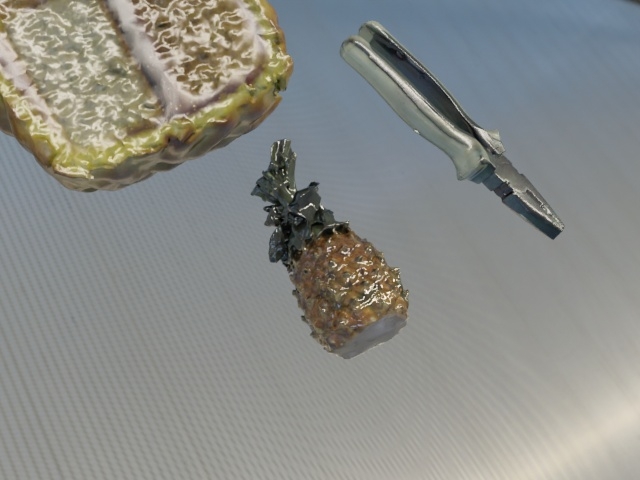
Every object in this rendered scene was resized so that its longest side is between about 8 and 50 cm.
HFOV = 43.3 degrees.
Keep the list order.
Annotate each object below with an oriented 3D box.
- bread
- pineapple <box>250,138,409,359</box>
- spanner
[{"bbox_3d":[-0.134,-0.140,0.481,0.181,0.096,0.222,-33,94,-12],"label":"bread"},{"bbox_3d":[0.000,0.000,1.092,0.141,0.170,0.310,-23,65,-17],"label":"pineapple"},{"bbox_3d":[0.153,-0.118,0.899,0.325,0.040,0.096,43,39,-6],"label":"spanner"}]
